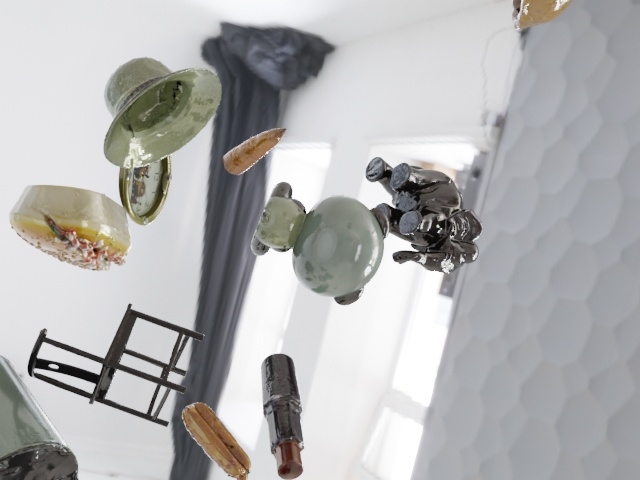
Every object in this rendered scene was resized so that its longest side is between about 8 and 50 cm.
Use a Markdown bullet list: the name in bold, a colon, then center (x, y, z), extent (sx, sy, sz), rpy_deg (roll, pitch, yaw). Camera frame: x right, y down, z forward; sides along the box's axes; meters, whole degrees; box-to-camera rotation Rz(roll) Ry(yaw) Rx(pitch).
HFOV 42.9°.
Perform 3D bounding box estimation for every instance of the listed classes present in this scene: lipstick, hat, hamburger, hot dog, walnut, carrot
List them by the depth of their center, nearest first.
- **walnut**: center (0.307, -0.369, 1.086), extent (0.087, 0.211, 0.167), rpy_deg (7, 147, 2)
- **hot dog**: center (-0.158, 0.306, 1.233), extent (0.144, 0.038, 0.062), rpy_deg (47, -162, 15)
- **hat**: center (-0.322, -0.266, 1.518), extent (0.130, 0.257, 0.257), rpy_deg (51, -169, 17)
- **lipstick**: center (-0.073, 0.339, 1.593), extent (0.081, 0.081, 0.300), rpy_deg (15, -151, -16)
- **hamburger**: center (-0.527, -0.022, 1.728), extent (0.227, 0.151, 0.295), rpy_deg (7, 172, 9)
- **carrot**: center (-0.166, -0.246, 2.168), extent (0.205, 0.072, 0.072), rpy_deg (-27, 154, 31)

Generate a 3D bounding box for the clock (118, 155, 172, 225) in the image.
- **clock**: center (-0.419, -0.152, 1.903), extent (0.057, 0.237, 0.237), rpy_deg (8, 177, 14)

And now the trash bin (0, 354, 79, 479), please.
- **trash bin**: center (-0.572, 0.352, 1.394), extent (0.217, 0.277, 0.262), rpy_deg (-22, -136, -34)

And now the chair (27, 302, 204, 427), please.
- **chair**: center (-0.360, 0.207, 1.428), extent (0.260, 0.141, 0.154), rpy_deg (22, 134, -9)

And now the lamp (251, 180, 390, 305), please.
- **lamp**: center (0.000, 0.000, 1.537), extent (0.243, 0.198, 0.198), rpy_deg (23, 179, 2)

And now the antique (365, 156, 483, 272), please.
- **antique**: center (0.264, -0.063, 2.034), extent (0.255, 0.322, 0.185), rpy_deg (23, 138, -36)
